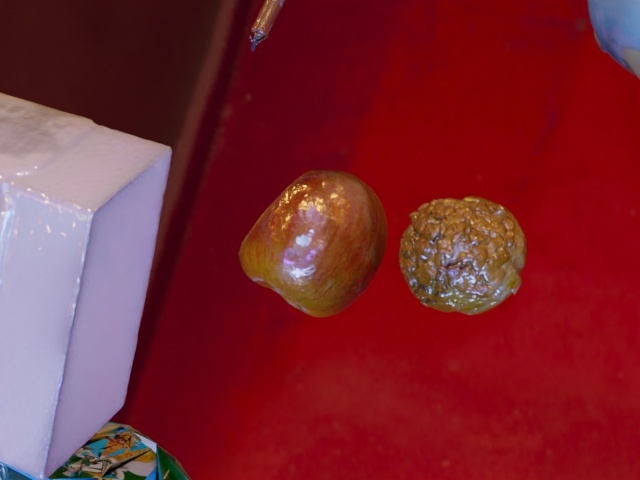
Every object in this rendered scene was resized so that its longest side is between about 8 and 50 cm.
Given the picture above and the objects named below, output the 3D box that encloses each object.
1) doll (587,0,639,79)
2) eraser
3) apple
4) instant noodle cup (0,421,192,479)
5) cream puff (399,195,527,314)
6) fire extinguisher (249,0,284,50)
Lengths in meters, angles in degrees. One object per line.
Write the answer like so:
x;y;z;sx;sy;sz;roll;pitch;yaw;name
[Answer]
0.240;-0.241;1.165;0.161;0.177;0.261;-29;62;29;doll
-0.291;-0.008;1.098;0.396;0.213;0.082;18;11;29;eraser
0.000;0.000;2.044;0.160;0.195;0.173;27;84;6;apple
-0.269;0.322;1.902;0.240;0.240;0.178;14;28;26;instant noodle cup
0.145;0.014;1.781;0.144;0.103;0.126;-8;76;41;cream puff
-0.061;-0.259;1.941;0.022;0.028;0.083;23;75;4;fire extinguisher
